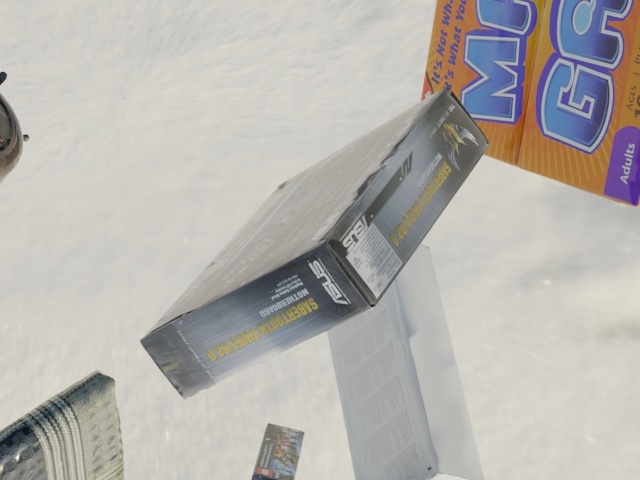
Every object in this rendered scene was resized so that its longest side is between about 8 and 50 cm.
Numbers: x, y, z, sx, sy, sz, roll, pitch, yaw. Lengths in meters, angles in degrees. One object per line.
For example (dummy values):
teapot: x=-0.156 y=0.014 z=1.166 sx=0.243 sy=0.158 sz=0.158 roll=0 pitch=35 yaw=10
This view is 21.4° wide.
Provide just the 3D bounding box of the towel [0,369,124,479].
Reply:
towel: x=-0.301 y=0.275 z=1.454 sx=0.312 sy=0.324 sz=0.056 roll=-36 pitch=62 yaw=-28

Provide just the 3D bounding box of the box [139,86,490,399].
box: x=0.000 y=0.000 z=1.176 sx=0.183 sy=0.231 sz=0.056 roll=-29 pitch=103 yaw=37

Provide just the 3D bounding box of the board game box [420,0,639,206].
board game box: x=0.377 y=-0.254 z=1.917 sx=0.356 sy=0.356 sz=0.356 roll=-2 pitch=107 yaw=-39

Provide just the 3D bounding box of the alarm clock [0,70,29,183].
alarm clock: x=-0.325 y=-0.086 z=1.434 sx=0.129 sy=0.192 sz=0.064 roll=42 pitch=126 yaw=-8

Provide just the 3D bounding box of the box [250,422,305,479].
box: x=-0.067 y=0.326 z=1.761 sx=0.044 sy=0.159 sz=0.233 roll=13 pitch=102 yaw=1

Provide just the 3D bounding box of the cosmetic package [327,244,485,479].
cosmetic package: x=0.068 y=0.120 z=1.448 sx=0.060 sy=0.239 sz=0.099 roll=17 pitch=137 yaw=-34
